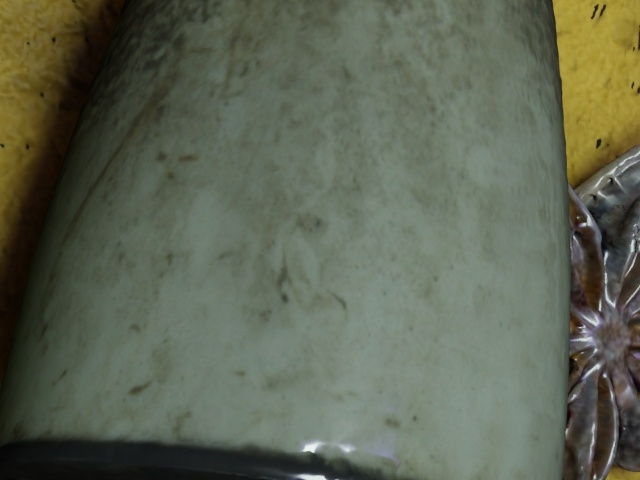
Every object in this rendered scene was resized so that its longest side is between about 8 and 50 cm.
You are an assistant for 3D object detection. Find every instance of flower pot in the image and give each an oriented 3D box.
[{"bbox_3d":[0.000,0.000,0.978,0.293,0.293,0.330,20,70,-27],"label":"flower pot"}]

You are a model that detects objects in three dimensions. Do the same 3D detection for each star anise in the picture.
[{"bbox_3d":[0.171,0.044,1.180,0.230,0.081,0.262,22,78,-28],"label":"star anise"}]
